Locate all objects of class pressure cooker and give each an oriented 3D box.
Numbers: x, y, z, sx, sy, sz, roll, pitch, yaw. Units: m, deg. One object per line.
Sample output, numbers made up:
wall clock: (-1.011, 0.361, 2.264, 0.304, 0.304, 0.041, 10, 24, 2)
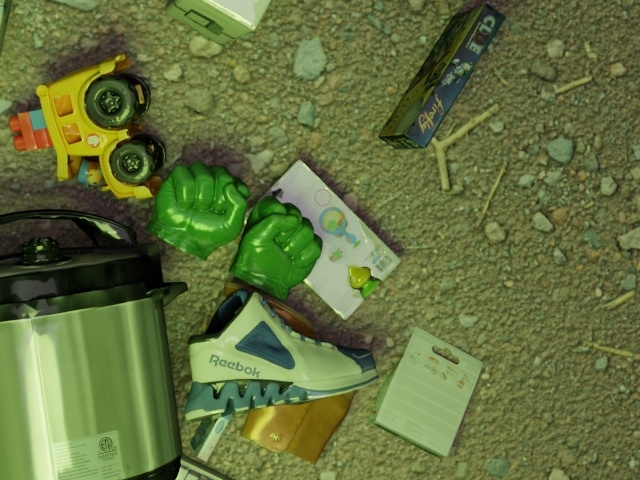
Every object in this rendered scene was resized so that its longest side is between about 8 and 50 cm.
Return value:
pressure cooker: (-0.391, 0.165, 1.708, 0.376, 0.370, 0.420, -7, 93, 24)

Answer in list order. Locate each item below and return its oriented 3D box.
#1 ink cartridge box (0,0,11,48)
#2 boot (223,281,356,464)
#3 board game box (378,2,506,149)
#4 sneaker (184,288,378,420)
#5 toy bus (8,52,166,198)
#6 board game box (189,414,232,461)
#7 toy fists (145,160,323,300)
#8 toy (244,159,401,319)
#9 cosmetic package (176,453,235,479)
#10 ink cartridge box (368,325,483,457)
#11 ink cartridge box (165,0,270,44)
ink cartridge box: (-0.541, -0.371, 1.752, 0.171, 0.168, 0.232, 12, 91, -12)
boot: (-0.077, 0.219, 1.919, 0.295, 0.104, 0.211, 35, 79, -18)
board game box: (0.192, -0.259, 1.922, 0.042, 0.165, 0.243, 33, 87, -12)
sneaker: (-0.066, 0.158, 1.793, 0.316, 0.127, 0.182, -5, 80, -32)
toy bus: (-0.357, -0.155, 1.828, 0.212, 0.149, 0.220, -15, 99, 2)
board game box: (-0.175, 0.300, 1.914, 0.020, 0.090, 0.090, 29, 87, -14)
toy fists: (-0.124, -0.020, 1.841, 0.279, 0.096, 0.142, 28, 90, -20)
toy: (0.000, 0.000, 1.950, 0.237, 0.056, 0.137, 44, 84, -5)
cosmetic package: (-0.151, 0.442, 1.943, 0.239, 0.060, 0.098, 28, 88, -12)
ink cartridge box: (0.178, 0.256, 2.024, 0.145, 0.045, 0.179, 29, 69, -12)
ink cartridge box: (-0.125, -0.414, 1.788, 0.115, 0.273, 0.198, 29, 87, -15)
